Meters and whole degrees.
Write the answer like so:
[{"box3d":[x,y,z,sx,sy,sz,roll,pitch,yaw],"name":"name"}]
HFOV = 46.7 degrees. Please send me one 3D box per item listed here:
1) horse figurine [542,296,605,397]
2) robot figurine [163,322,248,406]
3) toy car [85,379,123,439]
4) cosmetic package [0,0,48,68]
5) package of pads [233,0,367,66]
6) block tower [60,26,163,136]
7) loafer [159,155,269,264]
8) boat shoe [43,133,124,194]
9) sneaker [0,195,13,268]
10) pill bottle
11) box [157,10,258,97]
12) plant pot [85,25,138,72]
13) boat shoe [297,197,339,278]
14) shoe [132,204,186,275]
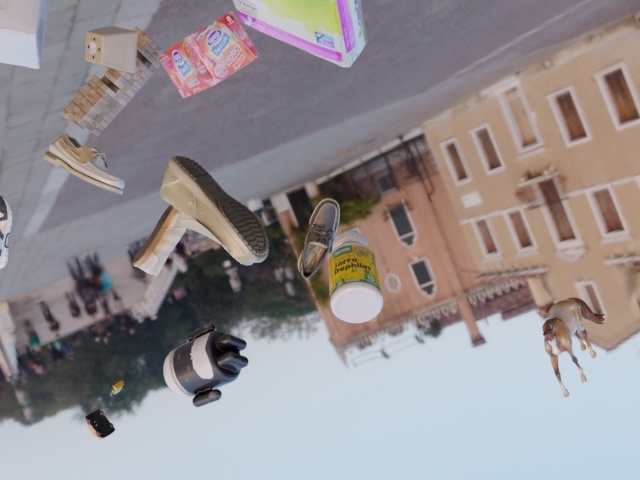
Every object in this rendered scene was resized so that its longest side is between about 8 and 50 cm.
[{"box3d":[0.515,0.194,1.534,0.066,0.174,0.263,-16,-163,40],"name":"horse figurine"},{"box3d":[-0.356,0.384,2.303,0.278,0.173,0.209,-26,-163,25],"name":"robot figurine"},{"box3d":[-0.401,0.331,1.418,0.040,0.060,0.122,-59,176,40],"name":"toy car"},{"box3d":[-0.642,-0.473,1.416,0.225,0.224,0.138,6,162,-18],"name":"cosmetic package"},{"box3d":[-0.058,-0.495,1.495,0.101,0.296,0.229,-58,160,-15],"name":"package of pads"},{"box3d":[-0.602,-0.458,2.172,0.335,0.097,0.091,-48,150,-1],"name":"block tower"},{"box3d":[-0.203,-0.045,1.393,0.092,0.268,0.102,-51,161,24],"name":"loafer"},{"box3d":[-0.697,-0.233,2.214,0.103,0.302,0.113,-62,159,-4],"name":"boat shoe"},{"box3d":[-0.477,-0.013,1.076,0.040,0.109,0.044,5,-178,39],"name":"sneaker"},{"box3d":[0.076,0.078,1.696,0.117,0.117,0.208,-22,-143,15],"name":"pill bottle"},{"box3d":[-0.315,-0.509,2.050,0.154,0.142,0.300,-37,-162,-20],"name":"box"},{"box3d":[-0.553,-0.502,1.939,0.109,0.109,0.096,21,-158,33],"name":"plant pot"},{"box3d":[0.000,0.000,1.331,0.056,0.152,0.049,14,-162,-10],"name":"boat shoe"},{"box3d":[-0.321,-0.024,1.595,0.219,0.058,0.076,-58,-159,-15],"name":"shoe"}]
